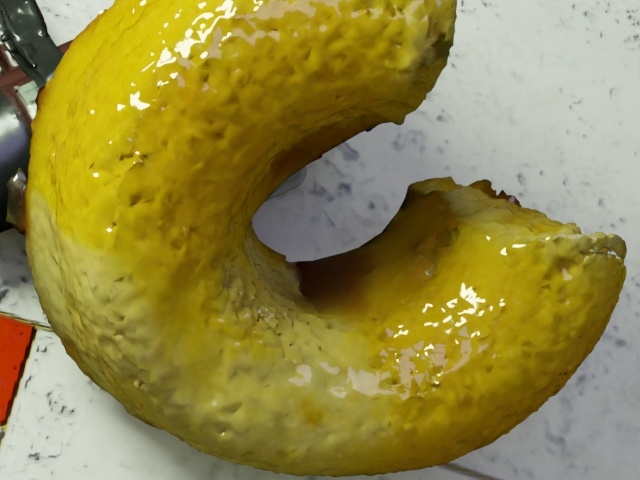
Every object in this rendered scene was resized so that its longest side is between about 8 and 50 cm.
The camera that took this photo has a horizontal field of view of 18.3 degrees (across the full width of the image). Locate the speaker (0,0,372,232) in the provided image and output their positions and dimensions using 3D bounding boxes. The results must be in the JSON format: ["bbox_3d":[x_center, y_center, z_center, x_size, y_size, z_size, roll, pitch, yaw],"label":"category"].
[{"bbox_3d":[-0.149,-0.153,1.493,0.329,0.198,0.259,-19,88,-17],"label":"speaker"}]

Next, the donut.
[{"bbox_3d":[0.000,0.000,1.391,0.377,0.163,0.435,-40,112,-4],"label":"donut"}]

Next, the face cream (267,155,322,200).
[{"bbox_3d":[-0.035,-0.056,1.575,0.083,0.021,0.040,-25,78,-27],"label":"face cream"}]
